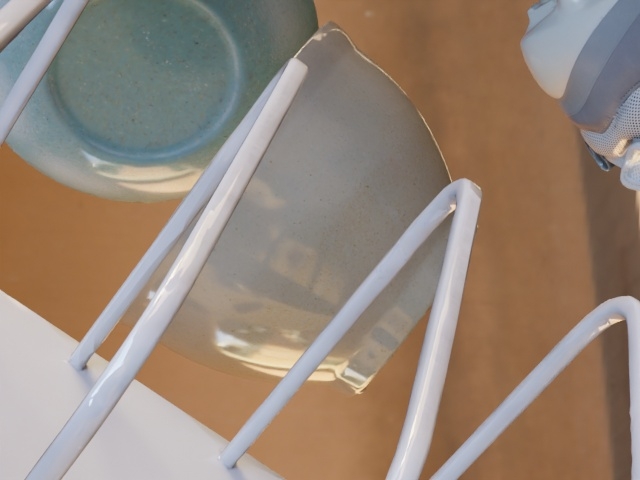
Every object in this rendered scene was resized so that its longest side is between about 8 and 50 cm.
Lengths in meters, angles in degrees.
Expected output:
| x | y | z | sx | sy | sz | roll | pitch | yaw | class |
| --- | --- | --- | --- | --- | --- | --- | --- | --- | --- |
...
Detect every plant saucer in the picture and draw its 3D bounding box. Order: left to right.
| x | y | z | sx | sy | sz | roll | pitch | yaw | class |
| --- | --- | --- | --- | --- | --- | --- | --- | --- | --- |
| -0.095 | -0.096 | 0.787 | 0.037 | 0.195 | 0.195 | -102 | 14 | -59 | plant saucer |

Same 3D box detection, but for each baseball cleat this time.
| x | y | z | sx | sy | sz | roll | pitch | yaw | class |
| --- | --- | --- | --- | --- | --- | --- | --- | --- | --- |
| 0.155 | -0.074 | 0.496 | 0.109 | 0.072 | 0.206 | 57 | 153 | -5 | baseball cleat |

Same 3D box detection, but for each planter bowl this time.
| x | y | z | sx | sy | sz | roll | pitch | yaw | class |
| --- | --- | --- | --- | --- | --- | --- | --- | --- | --- |
| 0.000 | 0.000 | 0.645 | 0.162 | 0.109 | 0.162 | -54 | 1 | 2 | planter bowl |

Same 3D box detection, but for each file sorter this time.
| x | y | z | sx | sy | sz | roll | pitch | yaw | class |
| --- | --- | --- | --- | --- | --- | --- | --- | --- | --- |
| -0.011 | 0.073 | 0.412 | 0.173 | 0.278 | 0.193 | -51 | 9 | 28 | file sorter |
